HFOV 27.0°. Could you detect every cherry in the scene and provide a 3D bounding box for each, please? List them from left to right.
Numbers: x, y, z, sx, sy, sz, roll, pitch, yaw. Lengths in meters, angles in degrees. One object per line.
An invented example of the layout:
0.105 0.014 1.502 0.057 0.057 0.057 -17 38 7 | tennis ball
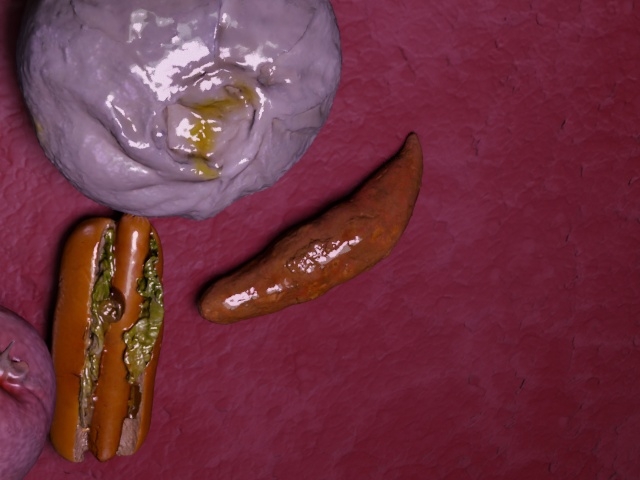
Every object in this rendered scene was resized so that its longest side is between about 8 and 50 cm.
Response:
-0.414 0.195 1.451 0.221 0.261 0.307 32 118 -11 | cherry

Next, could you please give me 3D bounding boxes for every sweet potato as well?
0.012 0.009 1.645 0.354 0.095 0.106 -37 82 -9 | sweet potato

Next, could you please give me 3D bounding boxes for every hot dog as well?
-0.249 0.116 1.574 0.135 0.100 0.337 0 113 -24 | hot dog

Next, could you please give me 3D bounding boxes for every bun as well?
-0.139 -0.176 1.425 0.362 0.211 0.362 -11 119 -21 | bun
